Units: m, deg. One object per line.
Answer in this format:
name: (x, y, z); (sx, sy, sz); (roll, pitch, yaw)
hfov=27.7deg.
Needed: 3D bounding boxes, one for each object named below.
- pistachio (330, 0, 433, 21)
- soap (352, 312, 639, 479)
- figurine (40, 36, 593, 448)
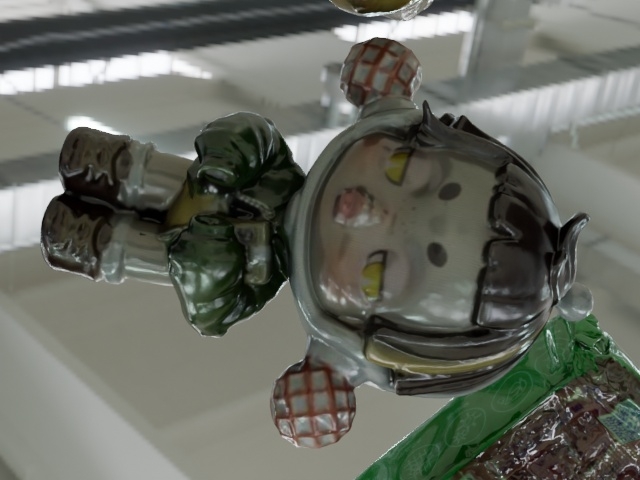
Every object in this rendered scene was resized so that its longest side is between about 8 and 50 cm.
pistachio: (0.041, -0.202, 0.879); (0.110, 0.100, 0.189); (21, -165, 7)
soap: (0.144, 0.191, 0.993); (0.218, 0.273, 0.098); (45, -171, -24)
figurine: (0.000, 0.000, 0.870); (0.370, 0.281, 0.167); (9, 164, 10)
